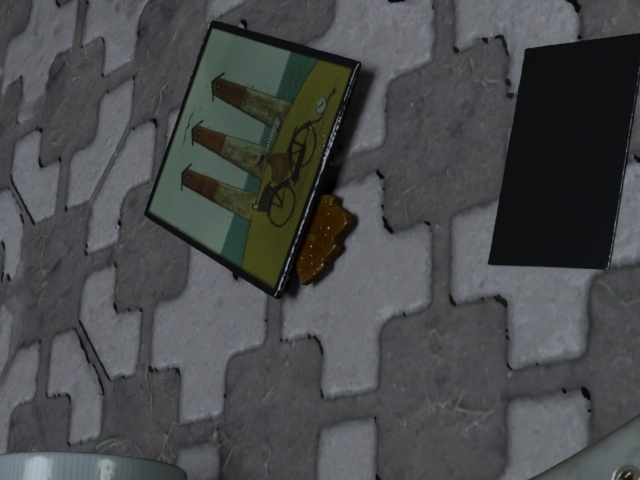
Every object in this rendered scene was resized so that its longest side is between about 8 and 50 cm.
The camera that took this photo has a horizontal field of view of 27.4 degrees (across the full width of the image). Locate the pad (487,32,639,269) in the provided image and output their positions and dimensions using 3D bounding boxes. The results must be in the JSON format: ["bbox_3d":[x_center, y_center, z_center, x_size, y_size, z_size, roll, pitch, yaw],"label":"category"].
[{"bbox_3d":[0.197,-0.071,1.057,0.127,0.004,0.190,2,79,52],"label":"pad"}]

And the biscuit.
[{"bbox_3d":[0.000,0.000,1.267,0.082,0.016,0.092,10,86,52],"label":"biscuit"}]

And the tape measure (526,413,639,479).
[{"bbox_3d":[0.196,0.246,0.849,0.258,0.130,0.265,-37,51,35],"label":"tape measure"}]

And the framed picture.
[{"bbox_3d":[-0.082,-0.098,1.396,0.324,0.013,0.244,27,99,54],"label":"framed picture"}]

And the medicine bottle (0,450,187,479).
[{"bbox_3d":[-0.236,0.367,1.250,0.245,0.245,0.306,-17,64,47],"label":"medicine bottle"}]
